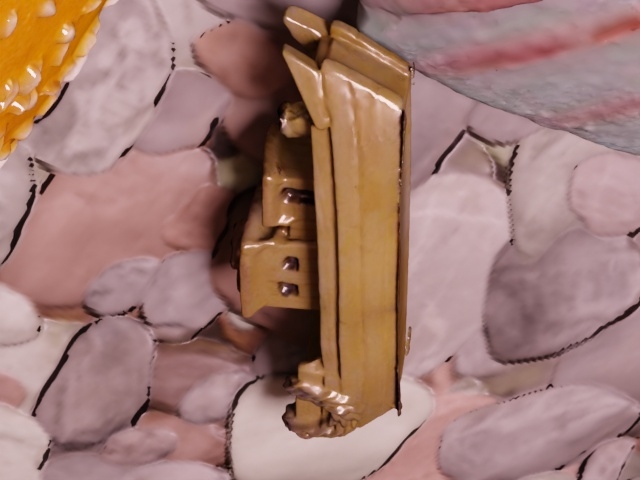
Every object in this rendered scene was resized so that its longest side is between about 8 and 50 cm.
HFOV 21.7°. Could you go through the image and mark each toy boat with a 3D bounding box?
[{"bbox_3d":[0.136,-0.088,0.631,0.206,0.096,0.282,-26,142,20],"label":"toy boat"},{"bbox_3d":[0.000,0.000,0.660,0.072,0.064,0.206,3,132,6],"label":"toy boat"}]

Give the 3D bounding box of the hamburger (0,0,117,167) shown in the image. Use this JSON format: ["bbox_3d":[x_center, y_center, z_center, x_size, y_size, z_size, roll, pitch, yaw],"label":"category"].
[{"bbox_3d":[-0.117,-0.122,0.437,0.151,0.227,0.295,37,119,3],"label":"hamburger"}]
